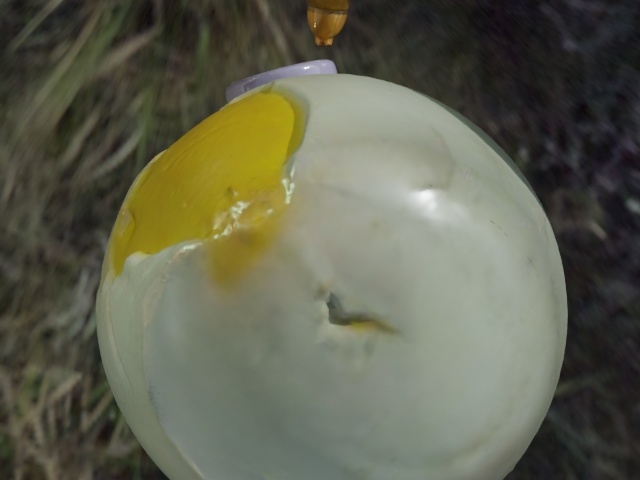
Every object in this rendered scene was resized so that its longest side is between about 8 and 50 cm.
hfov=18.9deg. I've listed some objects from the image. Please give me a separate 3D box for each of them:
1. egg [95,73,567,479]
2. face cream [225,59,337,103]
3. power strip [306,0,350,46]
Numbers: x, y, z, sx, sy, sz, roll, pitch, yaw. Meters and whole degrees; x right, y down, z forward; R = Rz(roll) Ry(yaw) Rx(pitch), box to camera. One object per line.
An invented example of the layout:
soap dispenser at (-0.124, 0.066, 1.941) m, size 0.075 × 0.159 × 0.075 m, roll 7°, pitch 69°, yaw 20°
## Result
egg at (0.008, 0.042, 1.174) m, size 0.283 × 0.345 × 0.283 m, roll 0°, pitch 91°, yaw 0°
face cream at (0.000, 0.000, 1.510) m, size 0.096 × 0.154 × 0.274 m, roll -15°, pitch 90°, yaw -42°
power strip at (0.012, -0.204, 1.164) m, size 0.028 × 0.049 × 0.178 m, roll 9°, pitch 106°, yaw 7°
